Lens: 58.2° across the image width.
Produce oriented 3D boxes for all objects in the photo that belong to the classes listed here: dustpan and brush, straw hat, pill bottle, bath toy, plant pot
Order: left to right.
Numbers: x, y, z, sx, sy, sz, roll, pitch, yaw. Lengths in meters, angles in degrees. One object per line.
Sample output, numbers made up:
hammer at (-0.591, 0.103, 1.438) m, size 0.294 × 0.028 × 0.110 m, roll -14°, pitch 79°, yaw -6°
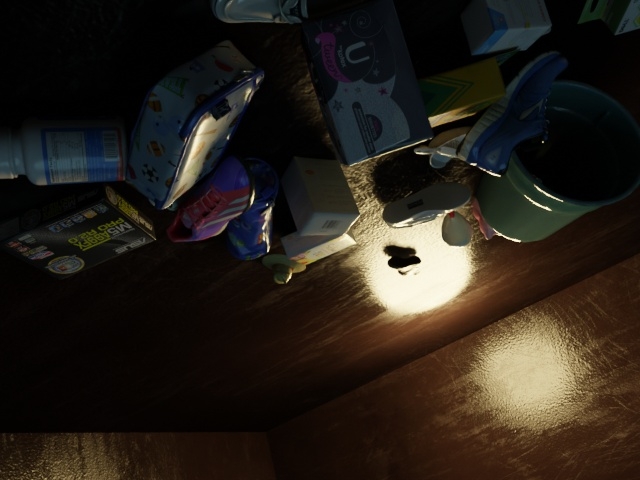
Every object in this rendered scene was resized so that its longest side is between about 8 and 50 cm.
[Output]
pill bottle at (-0.470, -0.165, 1.047) m, size 0.221 × 0.124 × 0.124 m, roll -5°, pitch 149°, yaw -21°
straw hat at (-0.116, 0.097, 1.735) m, size 0.144 × 0.061 × 0.144 m, roll 5°, pitch 155°, yaw 2°
dustpan and brush at (0.305, -0.233, 1.453) m, size 0.211 × 0.060 × 0.147 m, roll 4°, pitch 145°, yaw -36°
bath toy at (0.535, -0.091, 1.779) m, size 0.348 × 0.151 × 0.129 m, roll -19°, pitch 114°, yaw 7°
plant pot at (0.578, -0.170, 1.480) m, size 0.340 × 0.341 × 0.334 m, roll -13°, pitch 159°, yaw -11°

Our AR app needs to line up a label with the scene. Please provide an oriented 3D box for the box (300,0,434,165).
box at (0.076, -0.271, 1.012) m, size 0.163 × 0.247 × 0.142 m, roll -19°, pitch -172°, yaw 0°

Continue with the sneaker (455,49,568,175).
sneaker at (0.447, -0.274, 1.272) m, size 0.330 × 0.147 × 0.130 m, roll -51°, pitch 175°, yaw -7°

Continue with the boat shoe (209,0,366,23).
boat shoe at (-0.043, -0.395, 0.931) m, size 0.267 × 0.088 × 0.096 m, roll -14°, pitch 151°, yaw -10°

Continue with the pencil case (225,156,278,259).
pencil case at (-0.167, -0.066, 1.397) m, size 0.119 × 0.133 × 0.306 m, roll -37°, pitch 161°, yaw -27°

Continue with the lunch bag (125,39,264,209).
lunch bag at (-0.223, -0.209, 1.040) m, size 0.303 × 0.115 × 0.243 m, roll -48°, pitch -179°, yaw 45°

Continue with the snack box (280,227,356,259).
snack box at (0.000, 0.000, 1.620) m, size 0.174 × 0.070 × 0.207 m, roll -23°, pitch 170°, yaw 7°

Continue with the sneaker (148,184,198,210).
sneaker at (-0.327, -0.095, 1.322) m, size 0.152 × 0.061 × 0.054 m, roll 3°, pitch 143°, yaw -37°

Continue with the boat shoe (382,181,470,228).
boat shoe at (0.309, -0.099, 1.679) m, size 0.258 × 0.095 × 0.084 m, roll -13°, pitch 157°, yaw 12°

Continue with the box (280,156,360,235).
box at (-0.003, -0.105, 1.379) m, size 0.130 × 0.171 × 0.091 m, roll 0°, pitch 145°, yaw -31°

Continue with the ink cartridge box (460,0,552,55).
ink cartridge box at (0.360, -0.421, 1.099) m, size 0.143 × 0.092 × 0.090 m, roll -9°, pitch 170°, yaw -16°

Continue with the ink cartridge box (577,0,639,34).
ink cartridge box at (0.661, -0.499, 1.194) m, size 0.209 × 0.062 × 0.109 m, roll -16°, pitch 152°, yaw -5°

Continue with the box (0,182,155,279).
box at (-0.554, -0.018, 1.321) m, size 0.270 × 0.060 × 0.216 m, roll -21°, pitch 151°, yaw 6°

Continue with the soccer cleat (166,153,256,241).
soccer cleat at (-0.237, -0.076, 1.229) m, size 0.116 × 0.109 × 0.318 m, roll -26°, pitch 174°, yaw -35°

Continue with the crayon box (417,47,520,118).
crayon box at (0.241, -0.289, 1.202) m, size 0.322 × 0.083 × 0.203 m, roll -18°, pitch -178°, yaw -2°

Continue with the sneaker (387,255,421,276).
sneaker at (0.294, 0.097, 2.039) m, size 0.170 × 0.051 × 0.089 m, roll -5°, pitch 144°, yaw -31°
